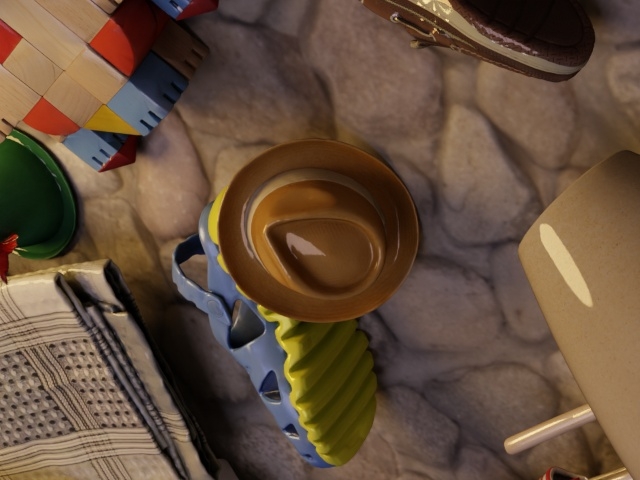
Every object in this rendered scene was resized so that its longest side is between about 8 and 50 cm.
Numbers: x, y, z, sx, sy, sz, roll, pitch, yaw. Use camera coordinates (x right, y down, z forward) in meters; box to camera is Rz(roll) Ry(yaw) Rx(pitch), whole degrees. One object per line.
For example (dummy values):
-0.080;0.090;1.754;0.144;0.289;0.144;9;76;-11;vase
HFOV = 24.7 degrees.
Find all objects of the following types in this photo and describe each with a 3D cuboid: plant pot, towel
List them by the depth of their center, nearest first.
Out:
0.295;0.068;1.173;0.274;0.256;0.256;48;137;17;plant pot
-0.304;0.173;1.659;0.324;0.056;0.312;-11;116;29;towel

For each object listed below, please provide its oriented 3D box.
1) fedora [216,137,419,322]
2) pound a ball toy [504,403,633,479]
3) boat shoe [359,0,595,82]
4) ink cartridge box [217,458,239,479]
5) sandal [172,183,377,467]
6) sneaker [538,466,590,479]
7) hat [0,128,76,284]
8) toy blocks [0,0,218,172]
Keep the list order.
0.000;0.000;1.354;0.194;0.079;0.194;-1;106;-5;fedora
0.266;0.253;1.409;0.319;0.136;0.208;-33;75;44;pound a ball toy
0.105;-0.198;1.199;0.257;0.095;0.095;36;149;15;boat shoe
-0.148;0.358;1.724;0.104;0.060;0.180;51;125;41;ink cartridge box
-0.050;0.090;1.494;0.138;0.126;0.317;-15;104;43;sandal
0.232;0.258;1.315;0.118;0.042;0.067;50;133;29;sneaker
-0.382;-0.016;1.584;0.173;0.183;0.208;45;135;-2;hat
-0.231;-0.197;1.379;0.261;0.191;0.381;39;137;-13;toy blocks
